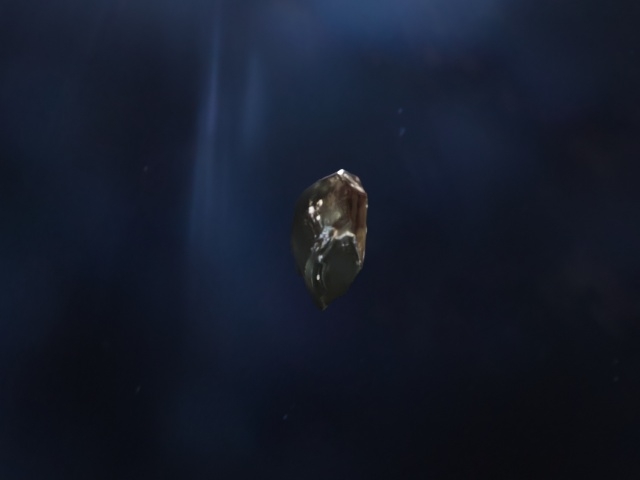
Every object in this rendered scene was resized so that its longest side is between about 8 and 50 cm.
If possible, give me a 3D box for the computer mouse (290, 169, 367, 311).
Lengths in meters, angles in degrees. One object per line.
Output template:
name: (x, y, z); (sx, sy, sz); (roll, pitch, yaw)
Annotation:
computer mouse: (0.000, 0.000, 0.893); (0.047, 0.135, 0.079); (0, -122, -11)
